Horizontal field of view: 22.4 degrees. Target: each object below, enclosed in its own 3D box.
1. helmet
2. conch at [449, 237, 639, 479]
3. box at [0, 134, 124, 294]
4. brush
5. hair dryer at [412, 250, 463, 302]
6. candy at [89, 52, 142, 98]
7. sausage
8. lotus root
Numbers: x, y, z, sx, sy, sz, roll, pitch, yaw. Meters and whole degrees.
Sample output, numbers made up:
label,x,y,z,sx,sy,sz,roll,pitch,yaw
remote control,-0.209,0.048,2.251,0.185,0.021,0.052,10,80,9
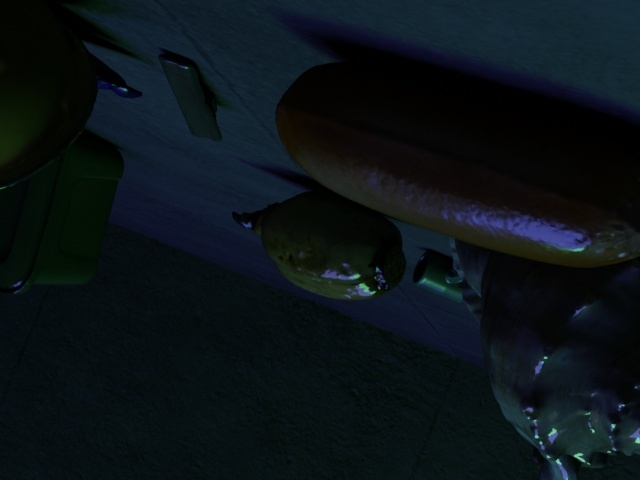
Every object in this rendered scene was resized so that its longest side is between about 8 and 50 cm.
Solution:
label,x,y,z,sx,sy,sz,roll,pitch,yaw
helmet,-0.297,-0.162,1.287,0.140,0.205,0.257,78,166,-48
conch,0.195,0.061,1.220,0.186,0.263,0.324,-1,-142,-7
box,-0.446,-0.073,2.295,0.328,0.253,0.178,19,-173,34
brush,-0.115,-0.136,1.479,0.034,0.028,0.190,17,166,10
hair dryer,0.173,0.038,1.972,0.071,0.047,0.150,22,164,-15
candy,-0.299,-0.184,1.485,0.275,0.070,0.145,19,-179,29
sausage,0.095,-0.051,1.080,0.274,0.105,0.105,19,174,28
lotus root,0.000,0.000,1.846,0.221,0.118,0.125,22,143,32
